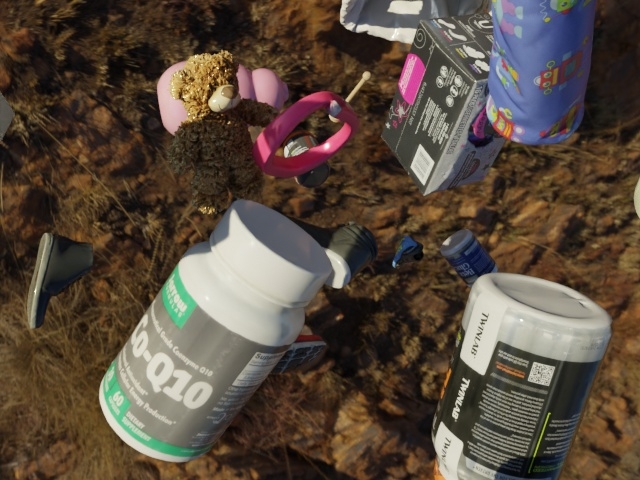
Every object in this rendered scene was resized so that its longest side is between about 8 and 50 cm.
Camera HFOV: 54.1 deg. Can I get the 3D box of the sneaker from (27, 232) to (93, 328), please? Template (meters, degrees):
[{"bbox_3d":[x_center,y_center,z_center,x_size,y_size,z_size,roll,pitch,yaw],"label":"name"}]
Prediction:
[{"bbox_3d":[-0.600,0.101,1.451,0.118,0.083,0.222,13,90,-33],"label":"sneaker"}]

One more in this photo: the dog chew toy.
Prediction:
[{"bbox_3d":[-0.249,-0.371,1.635,0.331,0.207,0.207,-9,112,-9],"label":"dog chew toy"}]

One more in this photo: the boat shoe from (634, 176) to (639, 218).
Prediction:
[{"bbox_3d":[0.213,-0.014,0.321,0.043,0.137,0.049,14,105,-9],"label":"boat shoe"}]

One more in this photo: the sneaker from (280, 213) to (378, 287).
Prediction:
[{"bbox_3d":[0.000,0.000,1.364,0.146,0.295,0.105,-24,128,-37],"label":"sneaker"}]

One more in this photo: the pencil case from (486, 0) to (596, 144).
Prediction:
[{"bbox_3d":[0.247,-0.237,0.720,0.119,0.133,0.306,-25,149,4],"label":"pencil case"}]

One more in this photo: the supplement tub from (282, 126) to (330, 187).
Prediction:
[{"bbox_3d":[-0.046,-0.243,1.772,0.106,0.198,0.106,-11,133,-11],"label":"supplement tub"}]

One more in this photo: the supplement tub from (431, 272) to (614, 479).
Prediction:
[{"bbox_3d":[0.272,0.221,0.891,0.193,0.193,0.316,3,108,-29],"label":"supplement tub"}]

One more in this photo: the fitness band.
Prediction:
[{"bbox_3d":[-0.025,-0.207,1.276,0.209,0.291,0.054,-39,79,16],"label":"fitness band"}]

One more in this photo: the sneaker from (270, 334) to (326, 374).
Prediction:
[{"bbox_3d":[-0.107,0.194,1.250,0.278,0.118,0.107,8,137,-39],"label":"sneaker"}]

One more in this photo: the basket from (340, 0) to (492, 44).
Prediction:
[{"bbox_3d":[0.238,-0.614,1.377,0.331,0.328,0.267,13,83,-4],"label":"basket"}]

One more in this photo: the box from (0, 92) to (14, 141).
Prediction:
[{"bbox_3d":[-0.500,-0.100,0.792,0.113,0.275,0.094,-4,140,10],"label":"box"}]

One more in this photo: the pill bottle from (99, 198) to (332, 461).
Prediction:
[{"bbox_3d":[-0.153,0.131,0.924,0.204,0.204,0.361,25,109,-32],"label":"pill bottle"}]

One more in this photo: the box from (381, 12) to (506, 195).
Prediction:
[{"bbox_3d":[0.226,-0.222,1.040,0.142,0.163,0.247,-16,147,-23],"label":"box"}]

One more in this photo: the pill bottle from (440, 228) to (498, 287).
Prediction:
[{"bbox_3d":[0.391,0.061,1.598,0.094,0.094,0.169,-43,102,-9],"label":"pill bottle"}]

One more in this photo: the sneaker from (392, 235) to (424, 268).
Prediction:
[{"bbox_3d":[0.256,0.045,1.811,0.078,0.188,0.067,21,71,5],"label":"sneaker"}]

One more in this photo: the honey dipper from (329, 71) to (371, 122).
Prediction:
[{"bbox_3d":[0.064,-0.302,1.318,0.030,0.160,0.031,10,65,-21],"label":"honey dipper"}]

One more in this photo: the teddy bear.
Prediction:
[{"bbox_3d":[-0.196,-0.202,1.268,0.245,0.113,0.338,-2,122,-27],"label":"teddy bear"}]
